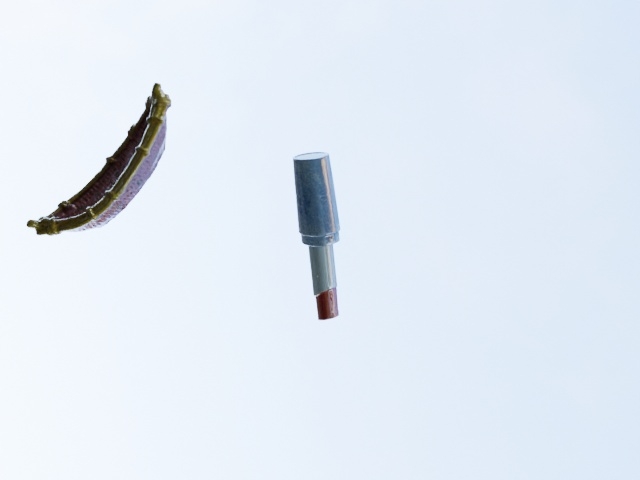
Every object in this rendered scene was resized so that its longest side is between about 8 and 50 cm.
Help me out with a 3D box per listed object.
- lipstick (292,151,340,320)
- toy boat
[{"bbox_3d":[0.000,0.000,1.675,0.068,0.061,0.274,11,-67,47],"label":"lipstick"},{"bbox_3d":[-0.340,-0.113,1.749,0.318,0.099,0.141,-48,-149,-1],"label":"toy boat"}]
